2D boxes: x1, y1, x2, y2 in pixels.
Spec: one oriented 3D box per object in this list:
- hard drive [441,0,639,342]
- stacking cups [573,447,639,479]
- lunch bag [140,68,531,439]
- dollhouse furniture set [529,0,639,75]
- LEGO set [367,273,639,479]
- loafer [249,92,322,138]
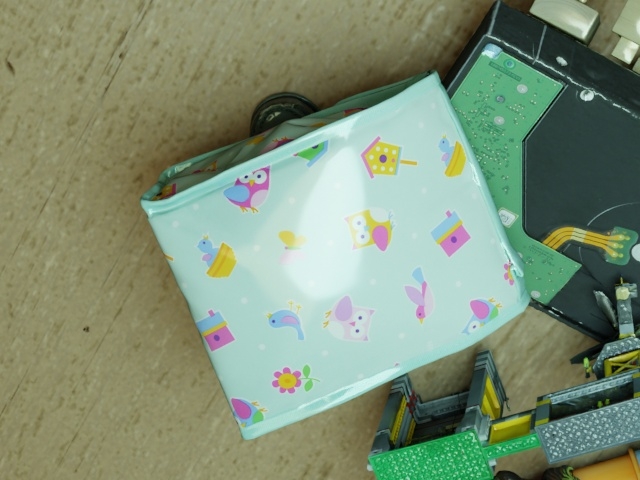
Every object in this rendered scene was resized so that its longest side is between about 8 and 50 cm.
[{"bbox_3d":[0.236,-0.031,1.095,0.339,0.064,0.237,26,134,-5],"label":"hard drive"},{"bbox_3d":[0.336,0.225,1.210,0.316,0.096,0.096,-17,104,12],"label":"stacking cups"},{"bbox_3d":[0.018,0.004,1.041,0.262,0.160,0.223,-23,101,3],"label":"lunch bag"},{"bbox_3d":[0.275,-0.206,1.066,0.151,0.144,0.123,29,101,9],"label":"dollhouse furniture set"},{"bbox_3d":[0.201,0.201,1.139,0.331,0.192,0.255,-26,102,19],"label":"LEGO set"},{"bbox_3d":[0.000,0.000,1.151,0.096,0.084,0.268,-14,105,8],"label":"loafer"}]
